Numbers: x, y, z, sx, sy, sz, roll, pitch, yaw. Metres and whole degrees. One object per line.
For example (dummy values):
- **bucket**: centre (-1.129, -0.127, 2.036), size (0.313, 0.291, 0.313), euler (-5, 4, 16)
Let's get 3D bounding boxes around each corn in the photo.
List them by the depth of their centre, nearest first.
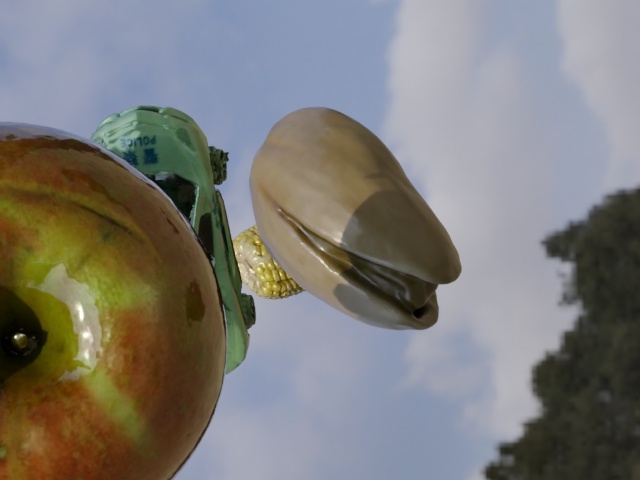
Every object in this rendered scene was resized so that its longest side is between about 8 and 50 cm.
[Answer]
- **corn**: centre (0.000, 0.000, 1.425), size (0.165, 0.085, 0.063), euler (-24, -63, -28)

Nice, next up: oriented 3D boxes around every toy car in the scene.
- **toy car**: centre (-0.097, 0.008, 0.949), size (0.058, 0.093, 0.186), euler (-80, -17, -60)

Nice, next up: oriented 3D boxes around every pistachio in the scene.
- **pistachio**: centre (0.023, -0.018, 1.187), size (0.226, 0.136, 0.136), euler (48, 168, 38)

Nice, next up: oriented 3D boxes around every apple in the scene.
- **apple**: centre (-0.140, 0.044, 0.694), size (0.196, 0.196, 0.196), euler (-3, -90, -74)
